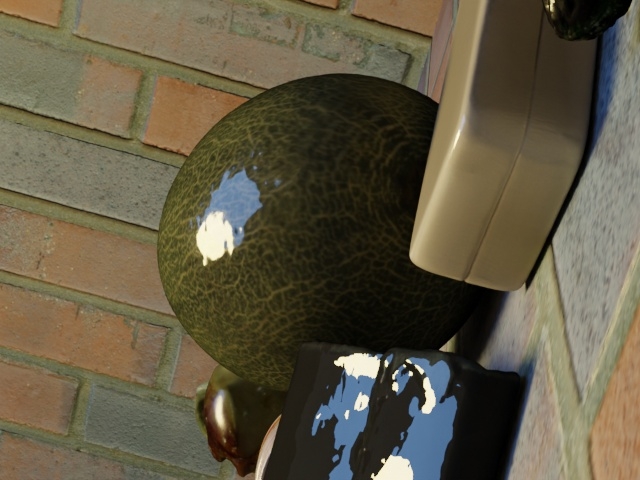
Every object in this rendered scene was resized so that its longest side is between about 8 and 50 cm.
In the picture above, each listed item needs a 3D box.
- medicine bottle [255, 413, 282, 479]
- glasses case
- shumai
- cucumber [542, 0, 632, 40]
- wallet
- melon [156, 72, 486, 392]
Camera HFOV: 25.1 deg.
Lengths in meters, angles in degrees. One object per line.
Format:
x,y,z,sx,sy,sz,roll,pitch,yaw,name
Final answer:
0.015,0.186,1.111,0.249,0.133,0.133,125,161,-86,medicine bottle
0.131,-0.132,0.952,0.144,0.076,0.336,107,178,-49,glasses case
-0.001,0.108,1.416,0.222,0.204,0.272,108,-179,-60,shumai
0.167,-0.247,0.715,0.081,0.072,0.303,-77,2,-66,cucumber
-0.003,0.262,0.861,0.228,0.062,0.406,-5,69,64,wallet
0.000,0.000,1.099,0.302,0.237,0.237,-23,47,58,melon
